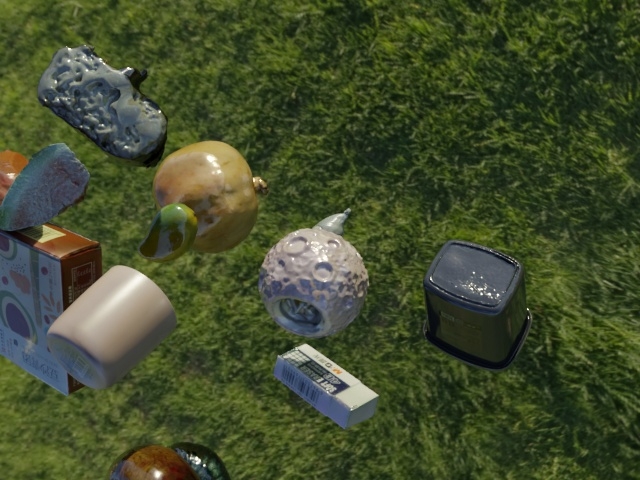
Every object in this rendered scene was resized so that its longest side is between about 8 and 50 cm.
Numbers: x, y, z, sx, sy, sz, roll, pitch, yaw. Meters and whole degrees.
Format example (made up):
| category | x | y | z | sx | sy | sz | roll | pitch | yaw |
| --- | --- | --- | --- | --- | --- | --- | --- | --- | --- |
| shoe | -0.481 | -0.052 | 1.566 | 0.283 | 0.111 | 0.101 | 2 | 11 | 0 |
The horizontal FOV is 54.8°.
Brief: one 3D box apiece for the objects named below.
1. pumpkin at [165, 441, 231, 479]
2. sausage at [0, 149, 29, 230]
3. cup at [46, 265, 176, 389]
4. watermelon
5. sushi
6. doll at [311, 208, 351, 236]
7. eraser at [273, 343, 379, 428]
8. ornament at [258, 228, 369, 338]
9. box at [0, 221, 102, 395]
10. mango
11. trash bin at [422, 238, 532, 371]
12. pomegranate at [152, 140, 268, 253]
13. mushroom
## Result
| category | x | y | z | sx | sy | sz | roll | pitch | yaw |
| --- | --- | --- | --- | --- | --- | --- | --- | --- | --- |
| pumpkin | -0.456 | 0.830 | 2.072 | 0.238 | 0.316 | 0.315 | 140 | 133 | -80 |
| sausage | -0.743 | -0.118 | 1.468 | 0.141 | 0.153 | 0.268 | -45 | 35 | -1 |
| cup | -0.463 | 0.189 | 1.309 | 0.253 | 0.200 | 0.191 | -6 | 121 | 40 |
| watermelon | -0.476 | -0.083 | 1.063 | 0.180 | 0.081 | 0.094 | -34 | 82 | 6 |
| sushi | -0.532 | -0.344 | 1.577 | 0.348 | 0.207 | 0.234 | 42 | 83 | -7 |
| doll | 0.000 | 0.000 | 1.630 | 0.075 | 0.102 | 0.227 | 42 | 99 | -10 |
| eraser | 0.012 | 0.404 | 1.720 | 0.287 | 0.130 | 0.086 | 29 | 117 | 37 |
| ornament | -0.015 | 0.092 | 1.443 | 0.260 | 0.259 | 0.225 | -15 | 35 | 37 |
| box | -0.715 | 0.146 | 1.571 | 0.345 | 0.122 | 0.385 | 19 | 115 | 27 |
| mango | -0.400 | -0.015 | 1.649 | 0.191 | 0.122 | 0.085 | -55 | 21 | 24 |
| trash bin | 0.322 | 0.143 | 1.282 | 0.210 | 0.290 | 0.182 | 23 | 63 | 29 |
| pomegranate | -0.379 | -0.154 | 2.155 | 0.412 | 0.412 | 0.411 | -7 | 79 | 39 |
| mushroom | -0.369 | 0.625 | 1.272 | 0.331 | 0.356 | 0.334 | 53 | 134 | -3 |
